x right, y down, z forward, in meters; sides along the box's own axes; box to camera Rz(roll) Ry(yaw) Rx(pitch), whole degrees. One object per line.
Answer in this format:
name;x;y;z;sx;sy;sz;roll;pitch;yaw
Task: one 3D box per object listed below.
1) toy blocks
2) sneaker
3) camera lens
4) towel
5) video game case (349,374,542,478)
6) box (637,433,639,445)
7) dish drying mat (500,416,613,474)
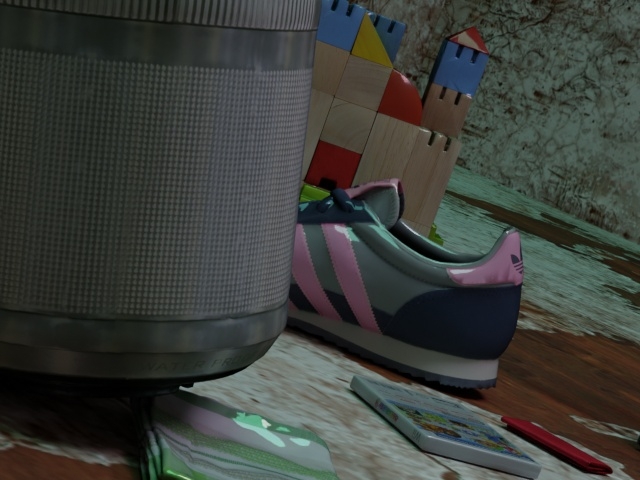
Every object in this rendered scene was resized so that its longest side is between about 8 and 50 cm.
toy blocks;0.008;-0.143;2.041;0.381;0.261;0.191;19;7;-5
sneaker;0.000;0.000;1.440;0.319;0.131;0.112;20;11;4
camera lens;-0.115;-0.069;0.982;0.219;0.274;0.219;6;9;-1
towel;-0.036;0.109;0.951;0.113;0.023;0.152;18;7;-12
video game case;0.079;0.120;1.241;0.087;0.011;0.122;17;7;-24
box;0.353;0.152;1.431;0.156;0.093;0.158;14;10;-41
dish drying mat;0.162;0.141;1.323;0.032;0.008;0.083;14;8;-44
